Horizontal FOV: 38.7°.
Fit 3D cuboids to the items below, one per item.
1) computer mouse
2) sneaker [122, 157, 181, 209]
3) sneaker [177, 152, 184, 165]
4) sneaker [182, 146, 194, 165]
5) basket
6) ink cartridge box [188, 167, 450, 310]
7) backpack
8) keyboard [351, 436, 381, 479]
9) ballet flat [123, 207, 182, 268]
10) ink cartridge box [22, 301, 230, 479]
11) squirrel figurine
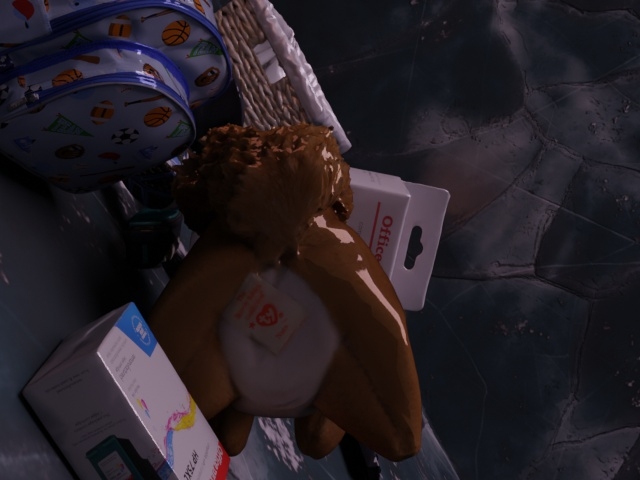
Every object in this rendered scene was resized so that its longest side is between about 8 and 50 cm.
[{"bbox_3d":[-0.197,-0.180,1.563,0.188,0.072,0.272,62,-29,25],"label":"computer mouse"},{"bbox_3d":[-0.242,-0.112,1.188,0.211,0.080,0.081,53,10,21],"label":"sneaker"},{"bbox_3d":[-0.260,-0.164,1.462,0.166,0.065,0.076,-127,-146,-46],"label":"sneaker"},{"bbox_3d":[-0.256,-0.181,1.528,0.144,0.053,0.059,61,10,3],"label":"sneaker"},{"bbox_3d":[-0.135,-0.305,1.969,0.328,0.266,0.331,63,8,11],"label":"basket"},{"bbox_3d":[0.000,0.000,1.278,0.119,0.353,0.207,-96,-163,-75],"label":"ink cartridge box"},{"bbox_3d":[-0.229,-0.187,0.935,0.213,0.263,0.276,64,7,17],"label":"backpack"},{"bbox_3d":[0.058,0.306,1.726,0.317,0.033,0.202,-112,-171,-45],"label":"keyboard"},{"bbox_3d":[-0.213,-0.001,1.154,0.074,0.074,0.203,60,2,-9],"label":"ballet flat"},{"bbox_3d":[-0.151,0.185,0.807,0.231,0.078,0.134,60,8,-12],"label":"ink cartridge box"},{"bbox_3d":[-0.042,0.055,1.068,0.370,0.281,0.397,58,28,-85],"label":"squirrel figurine"}]
